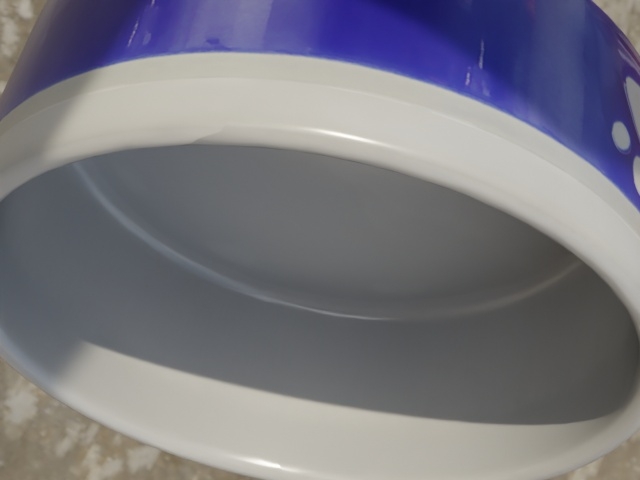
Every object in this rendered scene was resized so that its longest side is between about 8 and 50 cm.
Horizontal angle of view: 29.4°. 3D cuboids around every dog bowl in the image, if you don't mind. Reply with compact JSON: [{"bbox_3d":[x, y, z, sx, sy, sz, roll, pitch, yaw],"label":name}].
[{"bbox_3d":[0.000,0.000,0.474,0.265,0.265,0.104,52,40,-46],"label":"dog bowl"}]
